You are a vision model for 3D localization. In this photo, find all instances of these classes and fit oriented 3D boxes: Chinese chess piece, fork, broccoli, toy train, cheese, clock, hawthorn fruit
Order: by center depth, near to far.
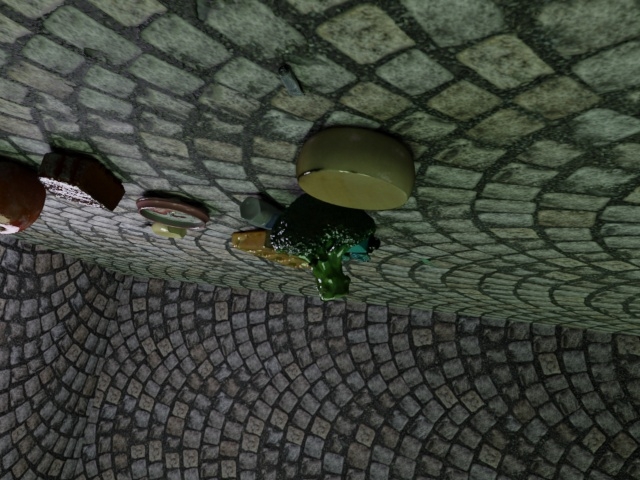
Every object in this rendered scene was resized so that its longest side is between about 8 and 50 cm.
[{"bbox_3d":[0.074,-0.143,1.068,0.251,0.097,0.251,10,167,2],"label":"Chinese chess piece"},{"bbox_3d":[0.015,0.011,1.349,0.297,0.297,0.297,-16,-177,1],"label":"broccoli"},{"bbox_3d":[-0.975,-0.127,1.584,0.235,0.263,0.231,-14,-165,-15],"label":"hawthorn fruit"},{"bbox_3d":[0.084,-0.002,1.619,0.198,0.107,0.154,0,156,34],"label":"toy train"},{"bbox_3d":[-0.495,-0.098,1.714,0.244,0.056,0.244,7,164,2],"label":"clock"},{"bbox_3d":[0.328,0.066,1.894,0.235,0.021,0.039,15,161,-17],"label":"fork"},{"bbox_3d":[-0.636,-0.044,2.040,0.255,0.050,0.127,-1,164,42],"label":"cheese"}]

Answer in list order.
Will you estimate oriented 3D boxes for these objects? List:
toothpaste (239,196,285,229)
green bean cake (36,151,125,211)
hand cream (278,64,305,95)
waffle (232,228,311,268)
[{"bbox_3d":[-0.129,-0.061,1.620,0.125,0.080,0.371,0,171,22],"label":"toothpaste"},{"bbox_3d":[-0.684,-0.170,1.463,0.198,0.097,0.232,13,166,-10],"label":"green bean cake"},{"bbox_3d":[-0.051,-0.260,0.846,0.030,0.019,0.093,7,168,15],"label":"hand cream"},{"bbox_3d":[-0.143,0.040,1.969,0.348,0.077,0.304,20,167,-31],"label":"waffle"}]
